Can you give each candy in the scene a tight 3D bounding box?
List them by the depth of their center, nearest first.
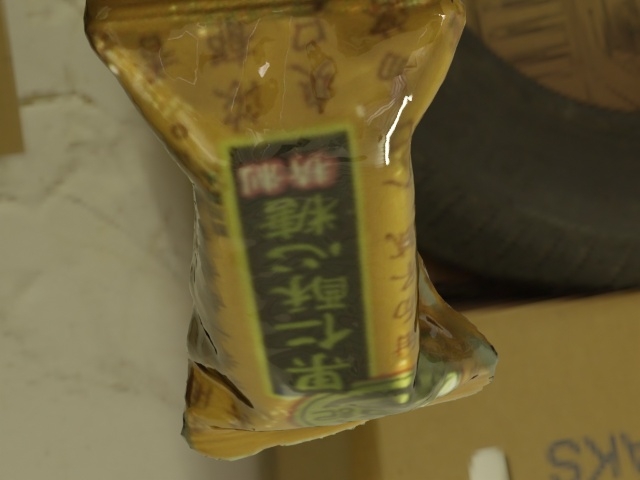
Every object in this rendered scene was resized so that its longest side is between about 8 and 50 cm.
[{"bbox_3d":[0.000,0.000,0.642,0.143,0.101,0.271,-6,138,0],"label":"candy"}]
